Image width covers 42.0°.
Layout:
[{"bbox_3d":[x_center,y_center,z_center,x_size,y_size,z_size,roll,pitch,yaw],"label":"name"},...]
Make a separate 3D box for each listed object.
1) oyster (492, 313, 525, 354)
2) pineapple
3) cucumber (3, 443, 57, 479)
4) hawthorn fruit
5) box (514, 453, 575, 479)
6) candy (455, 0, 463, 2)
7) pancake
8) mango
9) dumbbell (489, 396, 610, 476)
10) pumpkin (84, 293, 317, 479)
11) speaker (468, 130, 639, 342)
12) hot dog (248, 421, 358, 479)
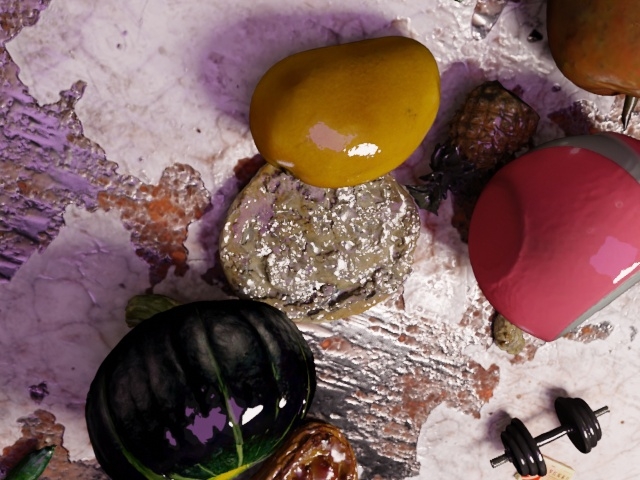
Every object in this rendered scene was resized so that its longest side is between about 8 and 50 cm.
[{"bbox_3d":[0.302,0.137,1.273,0.080,0.038,0.083,-44,113,3],"label":"oyster"},{"bbox_3d":[0.197,-0.116,1.112,0.108,0.108,0.198,37,97,-24],"label":"pineapple"},{"bbox_3d":[-0.419,0.334,1.168,0.155,0.037,0.037,-45,114,7],"label":"cucumber"},{"bbox_3d":[0.404,-0.283,1.024,0.267,0.268,0.301,10,110,-17],"label":"hawthorn fruit"},{"bbox_3d":[0.378,0.393,1.403,0.093,0.015,0.058,27,101,-22],"label":"box"},{"bbox_3d":[0.077,-0.398,1.000,0.097,0.097,0.323,-47,123,6],"label":"candy"},{"bbox_3d":[0.001,0.000,1.137,0.282,0.049,0.282,-5,112,-13],"label":"pancake"},{"bbox_3d":[0.038,-0.157,1.031,0.254,0.139,0.176,-15,91,-12],"label":"mango"},{"bbox_3d":[0.364,0.310,1.321,0.208,0.099,0.099,-24,114,-4],"label":"dumbbell"},{"bbox_3d":[-0.154,0.170,1.066,0.295,0.296,0.296,-5,112,-12],"label":"pumpkin"},{"bbox_3d":[0.348,-0.007,1.099,0.294,0.294,0.294,-5,112,-12],"label":"speaker"},{"bbox_3d":[-0.040,0.376,1.244,0.160,0.099,0.227,34,94,-25],"label":"hot dog"}]
